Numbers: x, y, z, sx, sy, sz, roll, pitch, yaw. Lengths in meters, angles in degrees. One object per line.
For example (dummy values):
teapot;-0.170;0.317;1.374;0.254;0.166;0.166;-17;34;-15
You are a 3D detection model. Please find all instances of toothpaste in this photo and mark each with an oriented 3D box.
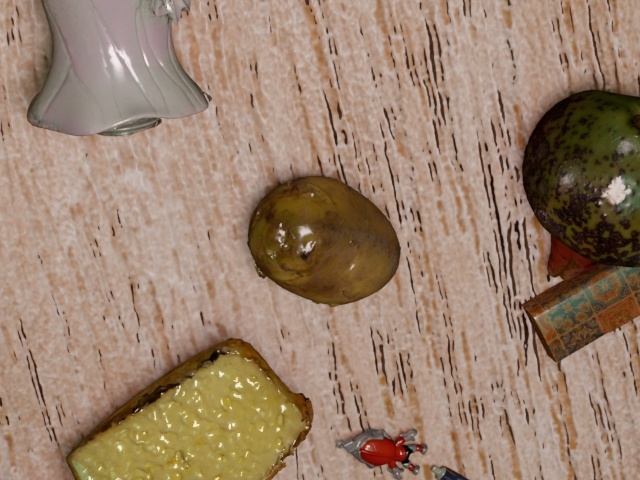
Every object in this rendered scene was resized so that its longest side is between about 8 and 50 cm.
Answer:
toothpaste;0.164;0.291;1.795;0.083;0.019;0.027;34;79;-20

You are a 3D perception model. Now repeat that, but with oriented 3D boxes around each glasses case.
glasses case;0.348;0.056;1.752;0.218;0.049;0.075;-30;106;-2

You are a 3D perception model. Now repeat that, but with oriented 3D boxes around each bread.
bread;-0.136;0.210;1.660;0.261;0.147;0.160;-38;99;15

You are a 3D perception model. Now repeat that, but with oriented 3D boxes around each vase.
vase;-0.218;-0.325;1.475;0.250;0.250;0.445;-7;109;-8

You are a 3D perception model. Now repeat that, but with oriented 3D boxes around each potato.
potato;0.000;0.000;1.643;0.176;0.137;0.137;31;97;-37

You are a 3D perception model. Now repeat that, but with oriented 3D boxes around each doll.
doll;0.070;0.242;1.756;0.114;0.039;0.057;15;128;-21

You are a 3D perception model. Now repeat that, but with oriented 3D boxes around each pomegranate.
pomegranate;0.313;-0.046;1.663;0.214;0.214;0.248;14;134;-13
